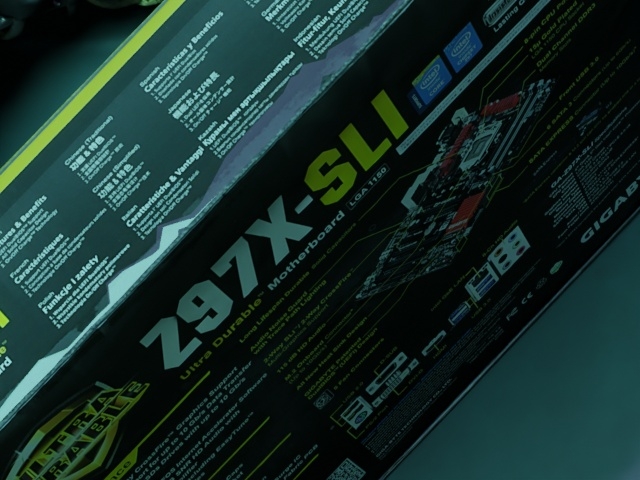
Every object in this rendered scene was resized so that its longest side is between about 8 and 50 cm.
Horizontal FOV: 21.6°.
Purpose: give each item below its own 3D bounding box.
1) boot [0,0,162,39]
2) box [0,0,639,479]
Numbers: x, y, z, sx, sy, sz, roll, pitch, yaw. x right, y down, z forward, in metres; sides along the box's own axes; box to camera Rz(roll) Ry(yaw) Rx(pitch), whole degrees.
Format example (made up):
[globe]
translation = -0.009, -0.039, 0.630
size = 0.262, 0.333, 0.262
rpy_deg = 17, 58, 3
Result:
[boot]
translation = -0.166, -0.108, 0.783
size = 0.284, 0.138, 0.377
rpy_deg = -15, 60, 0
[box]
translation = 0.000, 0.000, 0.630
size = 0.322, 0.257, 0.079
rpy_deg = -47, 60, -2
